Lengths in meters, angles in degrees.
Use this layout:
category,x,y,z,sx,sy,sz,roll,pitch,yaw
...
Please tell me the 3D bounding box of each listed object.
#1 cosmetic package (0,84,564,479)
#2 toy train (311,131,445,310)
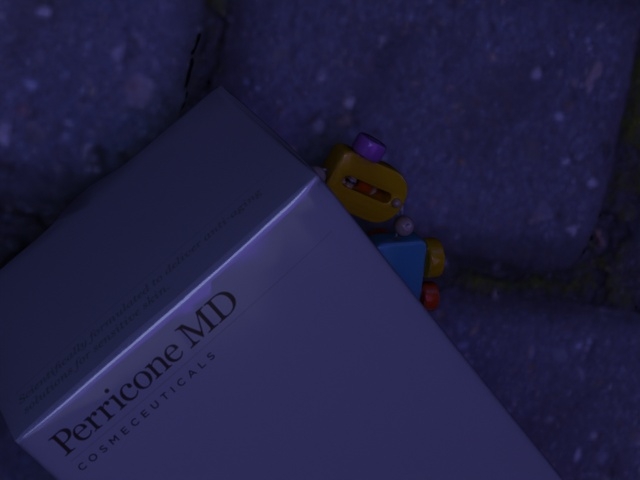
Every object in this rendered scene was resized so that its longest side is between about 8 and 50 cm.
category,x,y,z,sx,sy,sz,roll,pitch,yaw
cosmetic package,-0.002,0.119,0.867,0.197,0.155,0.365,-42,124,-2
toy train,0.000,0.000,0.930,0.125,0.046,0.166,-38,123,-1
